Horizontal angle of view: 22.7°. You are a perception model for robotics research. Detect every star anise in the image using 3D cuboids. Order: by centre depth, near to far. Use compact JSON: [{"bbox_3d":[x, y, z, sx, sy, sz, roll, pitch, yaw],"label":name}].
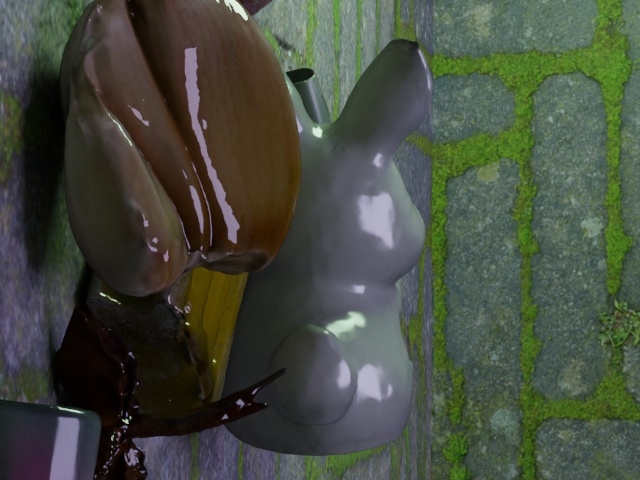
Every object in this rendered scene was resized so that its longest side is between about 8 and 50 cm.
[{"bbox_3d":[-0.111,0.134,1.075,0.158,0.144,0.140,66,35,-66],"label":"star anise"}]

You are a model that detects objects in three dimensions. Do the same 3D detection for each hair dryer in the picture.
[{"bbox_3d":[-0.027,-0.105,1.738,0.154,0.054,0.106,-71,154,-47],"label":"hair dryer"}]

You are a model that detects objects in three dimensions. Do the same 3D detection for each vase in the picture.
[{"bbox_3d":[-0.178,0.197,0.892,0.086,0.086,0.214,40,55,-76],"label":"vase"}]

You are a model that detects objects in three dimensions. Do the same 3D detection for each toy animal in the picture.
[{"bbox_3d":[0.000,0.003,1.424,0.241,0.196,0.367,133,-40,-88],"label":"toy animal"}]

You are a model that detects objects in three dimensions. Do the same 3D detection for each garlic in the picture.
[{"bbox_3d":[-0.104,-0.079,1.101,0.217,0.110,0.228,-7,88,-53],"label":"garlic"}]

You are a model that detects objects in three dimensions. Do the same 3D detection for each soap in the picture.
[{"bbox_3d":[-0.105,0.001,1.242,0.160,0.080,0.257,81,14,-45],"label":"soap"}]

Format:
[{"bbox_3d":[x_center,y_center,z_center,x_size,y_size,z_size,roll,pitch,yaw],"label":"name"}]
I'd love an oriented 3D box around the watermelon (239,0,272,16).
[{"bbox_3d":[-0.083,-0.211,1.388,0.084,0.072,0.092,32,62,-57],"label":"watermelon"}]
